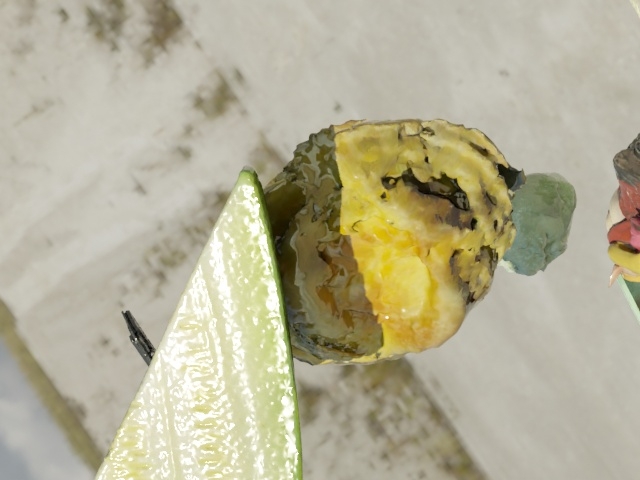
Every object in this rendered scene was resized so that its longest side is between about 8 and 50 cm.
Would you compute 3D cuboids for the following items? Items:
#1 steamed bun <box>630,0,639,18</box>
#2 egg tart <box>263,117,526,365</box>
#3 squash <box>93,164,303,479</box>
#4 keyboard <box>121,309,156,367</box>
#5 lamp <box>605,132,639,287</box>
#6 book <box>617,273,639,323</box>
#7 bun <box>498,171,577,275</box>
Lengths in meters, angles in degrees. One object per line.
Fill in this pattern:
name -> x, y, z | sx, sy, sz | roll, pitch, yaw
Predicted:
steamed bun -> 0.691, -0.314, 2.201 | 0.394, 0.237, 0.347 | 63, -165, 16
egg tart -> 0.060, 0.020, 1.174 | 0.297, 0.297, 0.132 | 52, -170, -44
squash -> -0.114, 0.080, 1.095 | 0.111, 0.203, 0.288 | -69, -30, -69
keyboard -> -0.245, 0.192, 2.061 | 0.072, 0.023, 0.231 | 60, 176, 43
lamp -> 0.362, -0.006, 1.457 | 0.118, 0.118, 0.253 | 57, 166, 37
book -> 0.574, 0.085, 2.316 | 0.017, 0.135, 0.103 | -34, 79, 51
bun -> 0.346, -0.017, 2.263 | 0.213, 0.204, 0.126 | -16, -122, -46
